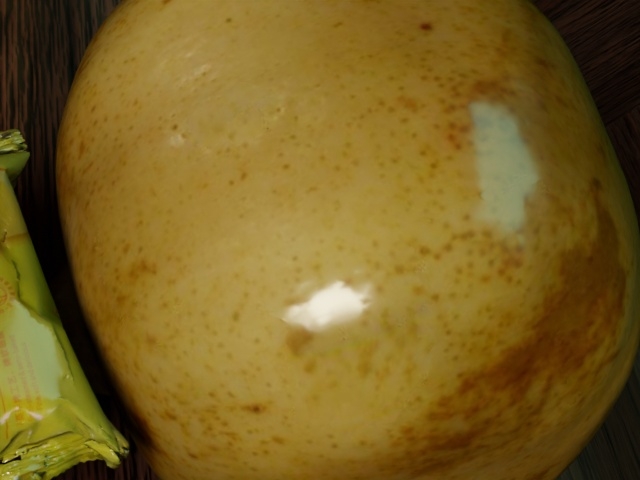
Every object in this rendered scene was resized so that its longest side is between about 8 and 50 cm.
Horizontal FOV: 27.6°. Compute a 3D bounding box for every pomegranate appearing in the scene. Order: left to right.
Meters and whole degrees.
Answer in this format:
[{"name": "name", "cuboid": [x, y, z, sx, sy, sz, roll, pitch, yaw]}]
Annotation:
[{"name": "pomegranate", "cuboid": [0.000, 0.000, 0.824, 0.416, 0.416, 0.417, 46, 24, -27]}]

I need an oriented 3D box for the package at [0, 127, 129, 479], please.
[{"name": "package", "cuboid": [-0.203, 0.038, 0.663, 0.168, 0.090, 0.226, -12, 64, -29]}]
